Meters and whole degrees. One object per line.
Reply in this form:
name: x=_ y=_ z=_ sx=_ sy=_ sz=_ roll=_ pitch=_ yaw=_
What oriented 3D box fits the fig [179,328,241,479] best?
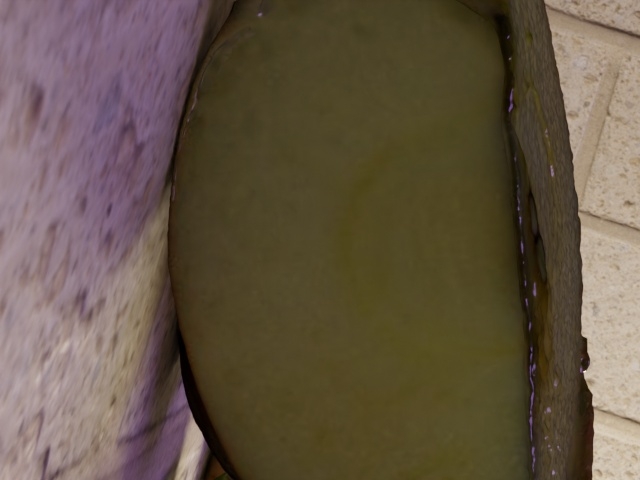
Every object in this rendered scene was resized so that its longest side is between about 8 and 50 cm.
fig: x=-0.013 y=0.101 z=0.845 sx=0.170 sy=0.145 sz=0.274 roll=-62 pitch=154 yaw=-68

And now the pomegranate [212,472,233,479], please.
pomegranate: x=-0.056 y=0.286 z=0.980 sx=0.159 sy=0.190 sz=0.241 roll=-48 pitch=-177 yaw=13

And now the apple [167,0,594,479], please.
apple: x=0.055 y=0.018 z=0.666 sx=0.179 sy=0.254 sz=0.346 roll=-170 pitch=-109 yaw=-66

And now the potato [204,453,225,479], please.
potato: x=-0.055 y=0.229 z=1.259 sx=0.109 sy=0.118 sz=0.178 roll=-20 pitch=153 yaw=-40
